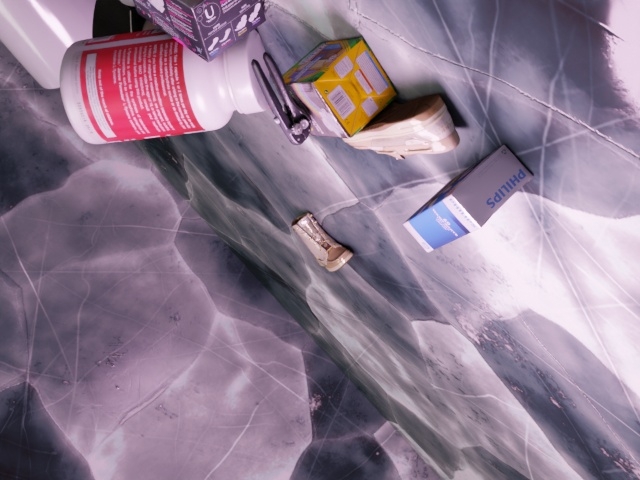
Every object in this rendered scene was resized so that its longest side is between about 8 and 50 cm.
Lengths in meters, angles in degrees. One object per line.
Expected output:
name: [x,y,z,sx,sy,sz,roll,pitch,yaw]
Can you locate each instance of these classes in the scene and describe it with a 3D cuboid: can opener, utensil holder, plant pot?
can opener: [-0.073,-0.251,1.596,0.073,0.059,0.186,28,157,52]
utensil holder: [-0.781,-0.666,2.483,0.327,0.327,0.385,28,158,50]
plant pot: [-0.433,-0.544,2.134,0.187,0.188,0.167,41,152,24]

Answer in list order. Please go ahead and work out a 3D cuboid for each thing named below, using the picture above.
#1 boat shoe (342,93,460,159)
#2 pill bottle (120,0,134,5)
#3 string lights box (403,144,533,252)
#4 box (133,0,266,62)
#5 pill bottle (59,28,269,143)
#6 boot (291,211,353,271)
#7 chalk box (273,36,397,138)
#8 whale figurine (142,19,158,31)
boat shoe: [0.139,-0.189,1.600,0.098,0.109,0.302,53,158,-18]
pill bottle: [-0.422,-0.645,1.824,0.181,0.181,0.323,37,162,32]
string lights box: [0.250,-0.066,1.546,0.077,0.133,0.259,48,164,-1]
box: [-0.254,-0.499,1.770,0.247,0.163,0.142,38,159,29]
pill bottle: [-0.325,-0.339,1.905,0.407,0.229,0.229,-5,145,12]
boot: [0.000,0.000,2.502,0.165,0.077,0.213,53,167,-15]
chalk box: [0.016,-0.281,1.650,0.132,0.132,0.213,53,165,-24]
whale figurine: [-0.286,-0.451,2.068,0.216,0.141,0.272,-25,136,35]
